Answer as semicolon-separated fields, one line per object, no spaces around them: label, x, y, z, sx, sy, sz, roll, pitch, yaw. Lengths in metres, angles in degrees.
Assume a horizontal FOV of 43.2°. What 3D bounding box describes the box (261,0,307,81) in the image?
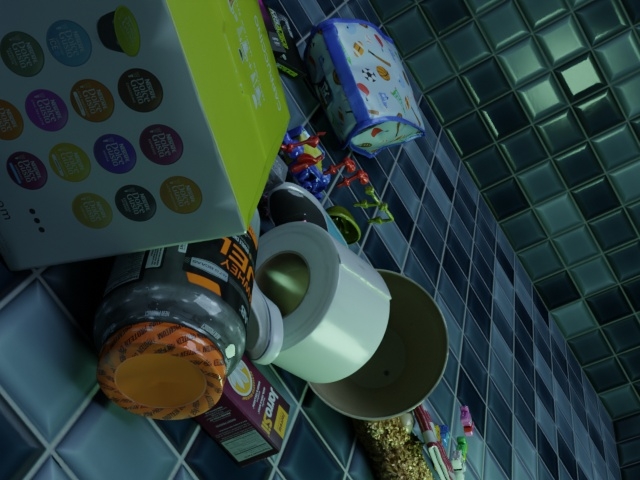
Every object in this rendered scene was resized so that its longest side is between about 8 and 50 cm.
box;-0.122;-0.530;2.120;0.184;0.045;0.191;11;56;-58

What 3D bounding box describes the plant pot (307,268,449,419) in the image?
plant pot;0.103;0.217;1.594;0.191;0.284;0.284;77;-5;-73

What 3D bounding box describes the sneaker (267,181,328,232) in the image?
sneaker;-0.029;0.026;1.616;0.147;0.104;0.296;-90;161;-49

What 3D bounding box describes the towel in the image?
towel;0.215;0.355;1.762;0.237;0.037;0.329;64;5;-47

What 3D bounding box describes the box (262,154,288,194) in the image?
box;-0.197;-0.157;1.411;0.231;0.183;0.056;50;27;-27

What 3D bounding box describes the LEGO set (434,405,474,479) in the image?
LEGO set;0.302;0.466;1.915;0.227;0.087;0.093;-54;130;-64

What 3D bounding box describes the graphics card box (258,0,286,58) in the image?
graphics card box;-0.237;-0.585;1.882;0.371;0.094;0.233;66;23;2

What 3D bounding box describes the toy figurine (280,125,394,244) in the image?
toy figurine;0.002;-0.175;1.851;0.362;0.191;0.217;42;26;-42

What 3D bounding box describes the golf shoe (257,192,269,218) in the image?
golf shoe;-0.128;-0.086;1.649;0.086;0.067;0.186;33;18;30

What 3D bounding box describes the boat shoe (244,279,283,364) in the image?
boat shoe;-0.144;0.094;1.328;0.088;0.096;0.267;20;31;-40

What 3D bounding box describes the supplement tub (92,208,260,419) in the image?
supplement tub;-0.199;0.069;1.147;0.207;0.207;0.338;47;29;-33

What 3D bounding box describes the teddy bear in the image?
teddy bear;0.181;0.472;1.640;0.245;0.113;0.338;19;50;-61

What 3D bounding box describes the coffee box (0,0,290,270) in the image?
coffee box;-0.257;-0.210;1.047;0.338;0.334;0.338;-75;153;-57

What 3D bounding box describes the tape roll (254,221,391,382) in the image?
tape roll;-0.024;0.110;1.421;0.169;0.246;0.246;36;35;-45

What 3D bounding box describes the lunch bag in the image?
lunch bag;0.113;-0.426;2.266;0.328;0.238;0.385;69;17;7

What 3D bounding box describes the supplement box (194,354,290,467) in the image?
supplement box;-0.137;0.245;1.250;0.188;0.080;0.104;52;26;-24

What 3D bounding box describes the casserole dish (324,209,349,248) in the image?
casserole dish;0.000;0.000;1.771;0.114;0.037;0.188;-48;115;-31
